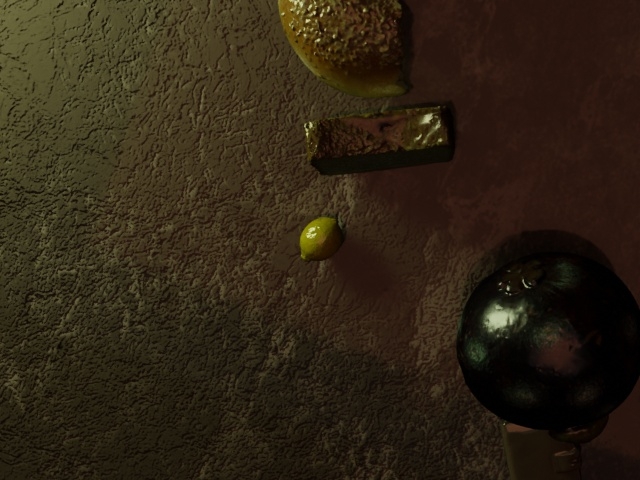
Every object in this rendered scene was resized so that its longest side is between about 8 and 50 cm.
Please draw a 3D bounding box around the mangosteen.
[{"bbox_3d":[0.338,0.156,1.870,0.288,0.288,0.288,1,98,7],"label":"mangosteen"}]

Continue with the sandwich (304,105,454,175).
[{"bbox_3d":[0.089,-0.145,1.900,0.215,0.186,0.065,-6,84,4],"label":"sandwich"}]

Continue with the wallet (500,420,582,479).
[{"bbox_3d":[0.348,0.342,2.009,0.118,0.039,0.152,-8,100,10],"label":"wallet"}]

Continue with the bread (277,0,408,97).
[{"bbox_3d":[0.032,-0.365,1.885,0.192,0.171,0.314,0,97,3],"label":"bread"}]

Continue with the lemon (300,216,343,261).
[{"bbox_3d":[0.000,0.000,1.992,0.062,0.062,0.083,39,101,0],"label":"lemon"}]
